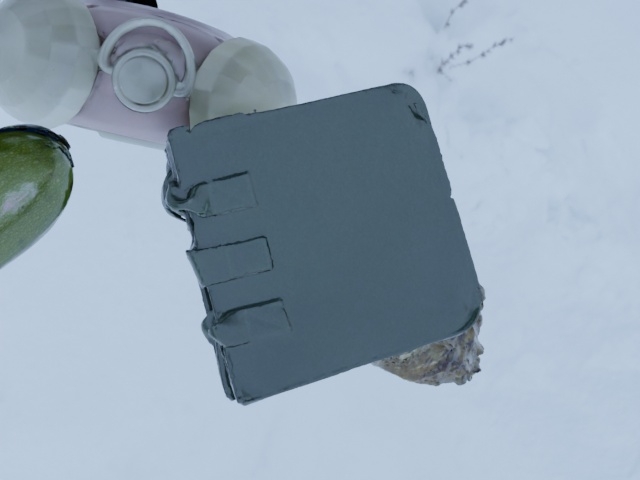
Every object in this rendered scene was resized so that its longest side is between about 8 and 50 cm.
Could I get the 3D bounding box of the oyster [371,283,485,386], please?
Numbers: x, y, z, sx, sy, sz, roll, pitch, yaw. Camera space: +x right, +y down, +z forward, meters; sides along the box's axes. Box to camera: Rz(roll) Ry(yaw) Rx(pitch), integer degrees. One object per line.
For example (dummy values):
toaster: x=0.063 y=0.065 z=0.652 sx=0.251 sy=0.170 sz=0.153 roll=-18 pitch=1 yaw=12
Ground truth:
oyster: x=0.157 y=0.104 z=1.051 sx=0.204 sy=0.111 sz=0.396 roll=30 pitch=33 yaw=7

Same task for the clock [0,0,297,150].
clock: x=-0.208 y=-0.193 z=0.893 sx=0.342 sy=0.326 sz=0.184 roll=6 pitch=103 yaw=-12

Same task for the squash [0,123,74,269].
squash: x=-0.172 y=0.015 z=0.293 sx=0.052 sy=0.052 sz=0.183 roll=36 pitch=60 yaw=15

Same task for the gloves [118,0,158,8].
gloves: x=-0.326 y=-0.289 z=1.107 sx=0.164 sy=0.203 sz=0.124 roll=47 pitch=29 yaw=3

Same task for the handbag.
handbag: x=0.000 y=0.000 z=0.677 sx=0.260 sy=0.079 sz=0.247 roll=-14 pitch=89 yaw=-17
